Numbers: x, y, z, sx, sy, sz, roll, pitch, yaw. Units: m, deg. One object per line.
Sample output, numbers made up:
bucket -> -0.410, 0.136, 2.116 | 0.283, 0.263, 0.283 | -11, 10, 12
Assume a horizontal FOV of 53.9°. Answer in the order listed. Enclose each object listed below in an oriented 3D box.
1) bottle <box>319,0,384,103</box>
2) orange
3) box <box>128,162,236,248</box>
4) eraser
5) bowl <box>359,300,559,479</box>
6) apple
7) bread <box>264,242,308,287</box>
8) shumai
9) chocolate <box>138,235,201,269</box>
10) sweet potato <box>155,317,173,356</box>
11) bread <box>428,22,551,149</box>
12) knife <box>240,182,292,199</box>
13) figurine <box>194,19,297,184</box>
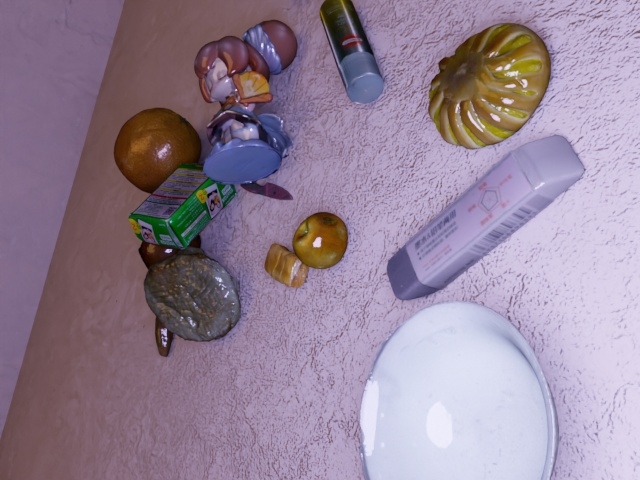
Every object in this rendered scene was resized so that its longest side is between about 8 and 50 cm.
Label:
bottle -> 0.064, -0.412, 1.345 | 0.082, 0.082, 0.286 | -43, 45, 34
orange -> -0.482, -0.269, 1.879 | 0.264, 0.264, 0.264 | -25, 56, 46
box -> -0.358, -0.094, 1.636 | 0.180, 0.103, 0.250 | 9, 49, 37
eraser -> 0.238, -0.026, 0.971 | 0.352, 0.061, 0.089 | -45, 45, 34
bowl -> 0.204, 0.245, 0.829 | 0.313, 0.146, 0.313 | -24, 58, 45
apple -> 0.000, 0.000, 1.240 | 0.114, 0.102, 0.099 | -59, 36, 16
bread -> -0.076, 0.054, 1.361 | 0.132, 0.053, 0.074 | 31, 101, 56
shumai -> -0.284, 0.116, 1.570 | 0.272, 0.203, 0.222 | 33, 114, 17
chocolate -> -0.404, 0.028, 1.730 | 0.176, 0.176, 0.177 | -25, 56, 46
sweet potato -> -0.417, 0.208, 1.749 | 0.081, 0.062, 0.233 | 36, 108, 51
bread -> 0.258, -0.246, 1.002 | 0.213, 0.104, 0.213 | -20, 63, 46
knife -> -0.133, -0.126, 1.548 | 0.247, 0.018, 0.035 | 18, 88, 52
figurine -> -0.184, -0.348, 1.549 | 0.276, 0.248, 0.388 | -31, 62, 39
